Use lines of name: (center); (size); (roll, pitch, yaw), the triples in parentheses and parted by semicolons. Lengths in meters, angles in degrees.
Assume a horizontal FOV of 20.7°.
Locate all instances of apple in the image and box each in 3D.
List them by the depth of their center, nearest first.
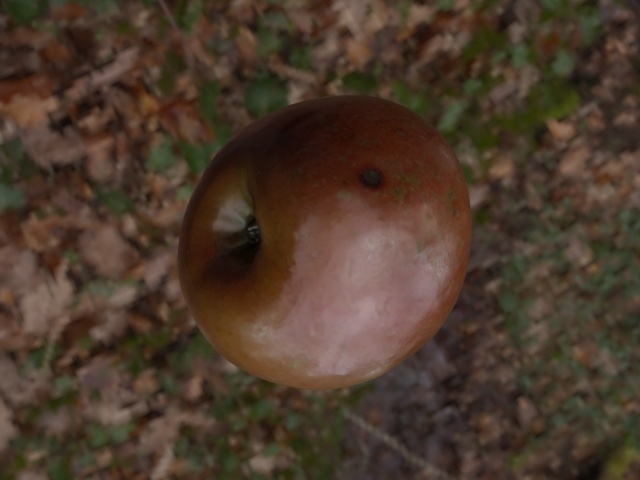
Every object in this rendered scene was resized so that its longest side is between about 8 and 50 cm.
apple: (0.000, 0.000, 1.455); (0.254, 0.253, 0.253); (-19, 146, -14)
